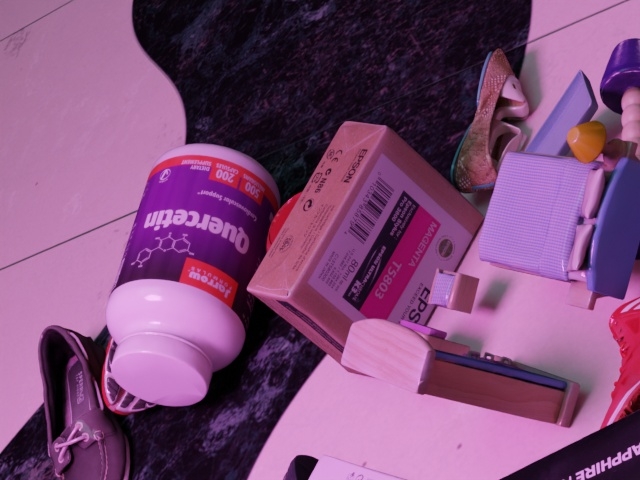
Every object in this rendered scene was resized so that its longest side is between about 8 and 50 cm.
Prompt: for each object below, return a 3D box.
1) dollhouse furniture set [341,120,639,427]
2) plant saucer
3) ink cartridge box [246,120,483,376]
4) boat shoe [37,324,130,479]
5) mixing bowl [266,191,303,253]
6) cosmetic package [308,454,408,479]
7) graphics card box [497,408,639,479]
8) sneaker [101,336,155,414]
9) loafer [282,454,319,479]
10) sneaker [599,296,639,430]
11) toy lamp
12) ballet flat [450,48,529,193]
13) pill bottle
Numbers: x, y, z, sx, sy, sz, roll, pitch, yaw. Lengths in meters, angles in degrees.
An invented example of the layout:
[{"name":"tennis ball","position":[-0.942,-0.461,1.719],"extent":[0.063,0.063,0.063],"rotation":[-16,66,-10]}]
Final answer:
[{"name":"dollhouse furniture set","position":[0.151,0.005,1.858],"extent":[0.286,0.198,0.303],"rotation":[16,90,57]},{"name":"plant saucer","position":[0.254,-0.099,2.032],"extent":[0.192,0.018,0.067],"rotation":[-58,24,32]},{"name":"ink cartridge box","position":[0.055,0.013,2.064],"extent":[0.088,0.193,0.234],"rotation":[9,65,53]},{"name":"boat shoe","position":[-0.330,0.237,2.420],"extent":[0.112,0.095,0.335],"rotation":[-41,32,16]},{"name":"mixing bowl","position":[0.000,0.000,2.241],"extent":[0.181,0.098,0.181],"rotation":[-32,36,27]},{"name":"cosmetic package","position":[0.057,0.356,1.672],"extent":[0.138,0.224,0.224],"rotation":[7,63,54]},{"name":"graphics card box","position":[0.253,0.266,1.506],"extent":[0.371,0.233,0.094],"rotation":[-30,37,29]},{"name":"sneaker","position":[-0.240,0.132,2.441],"extent":[0.118,0.107,0.279],"rotation":[-47,22,44]},{"name":"loafer","position":[-0.016,0.316,1.981],"extent":[0.061,0.062,0.170],"rotation":[-58,20,34]},{"name":"sneaker","position":[0.312,0.133,1.734],"extent":[0.221,0.087,0.128],"rotation":[-48,20,-19]},{"name":"toy lamp","position":[0.336,-0.106,1.939],"extent":[0.080,0.080,0.274],"rotation":[-25,40,36]},{"name":"ballet flat","position":[0.213,-0.141,2.161],"extent":[0.067,0.073,0.206],"rotation":[5,61,23]},{"name":"pill bottle","position":[-0.168,0.045,2.329],"extent":[0.181,0.181,0.323],"rotation":[-22,42,39]}]
